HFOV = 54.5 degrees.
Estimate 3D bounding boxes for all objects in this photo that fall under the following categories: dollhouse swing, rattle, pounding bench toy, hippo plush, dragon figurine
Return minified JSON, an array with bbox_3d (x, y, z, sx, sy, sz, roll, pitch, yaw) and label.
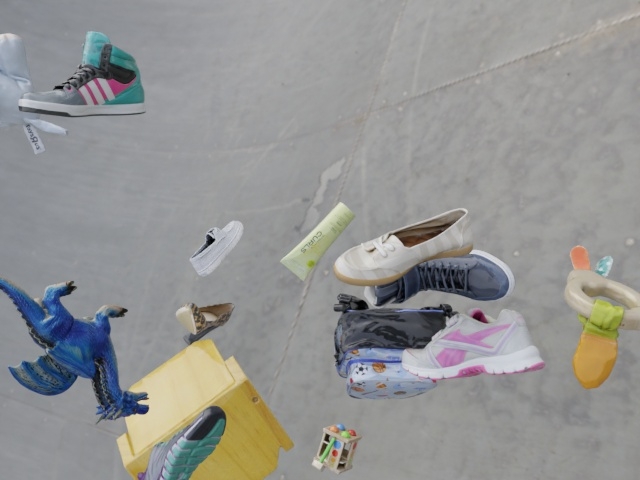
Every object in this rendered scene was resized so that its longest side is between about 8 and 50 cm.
[{"bbox_3d":[-0.316,0.486,1.633,0.346,0.315,0.305,-35,13,-12],"label":"dollhouse swing"},{"bbox_3d":[0.433,0.114,0.987,0.130,0.143,0.200,-9,23,0],"label":"rattle"},{"bbox_3d":[0.023,0.343,1.028,0.052,0.083,0.065,18,92,30],"label":"pounding bench toy"},{"bbox_3d":[-0.777,-0.315,1.382,0.234,0.295,0.236,-21,3,33],"label":"hippo plush"},{"bbox_3d":[-0.325,0.137,0.776,0.085,0.289,0.144,-24,50,24],"label":"dragon figurine"}]

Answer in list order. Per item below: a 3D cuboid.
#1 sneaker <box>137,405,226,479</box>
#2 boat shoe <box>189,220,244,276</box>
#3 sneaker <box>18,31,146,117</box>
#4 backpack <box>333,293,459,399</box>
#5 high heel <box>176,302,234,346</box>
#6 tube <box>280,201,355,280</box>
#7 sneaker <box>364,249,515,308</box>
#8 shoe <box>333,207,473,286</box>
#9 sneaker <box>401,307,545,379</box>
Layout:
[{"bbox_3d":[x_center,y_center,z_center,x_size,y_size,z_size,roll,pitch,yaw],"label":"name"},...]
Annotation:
[{"bbox_3d":[-0.253,0.361,1.079,0.098,0.083,0.224,40,99,39],"label":"sneaker"},{"bbox_3d":[-0.250,0.005,1.483,0.066,0.063,0.184,-10,35,45],"label":"boat shoe"},{"bbox_3d":[-0.514,-0.363,1.356,0.123,0.295,0.179,13,109,35],"label":"sneaker"},{"bbox_3d":[0.150,0.250,1.398,0.263,0.276,0.213,103,173,-72],"label":"backpack"},{"bbox_3d":[-0.328,0.201,1.833,0.186,0.093,0.261,-39,-17,-27],"label":"high heel"},{"bbox_3d":[0.000,0.000,1.750,0.240,0.062,0.070,-47,68,1],"label":"tube"},{"bbox_3d":[0.169,0.064,0.968,0.226,0.163,0.086,14,115,44],"label":"sneaker"},{"bbox_3d":[0.116,0.005,0.851,0.076,0.218,0.058,48,146,48],"label":"shoe"},{"bbox_3d":[0.247,0.173,1.046,0.252,0.102,0.111,-15,74,37],"label":"sneaker"}]
